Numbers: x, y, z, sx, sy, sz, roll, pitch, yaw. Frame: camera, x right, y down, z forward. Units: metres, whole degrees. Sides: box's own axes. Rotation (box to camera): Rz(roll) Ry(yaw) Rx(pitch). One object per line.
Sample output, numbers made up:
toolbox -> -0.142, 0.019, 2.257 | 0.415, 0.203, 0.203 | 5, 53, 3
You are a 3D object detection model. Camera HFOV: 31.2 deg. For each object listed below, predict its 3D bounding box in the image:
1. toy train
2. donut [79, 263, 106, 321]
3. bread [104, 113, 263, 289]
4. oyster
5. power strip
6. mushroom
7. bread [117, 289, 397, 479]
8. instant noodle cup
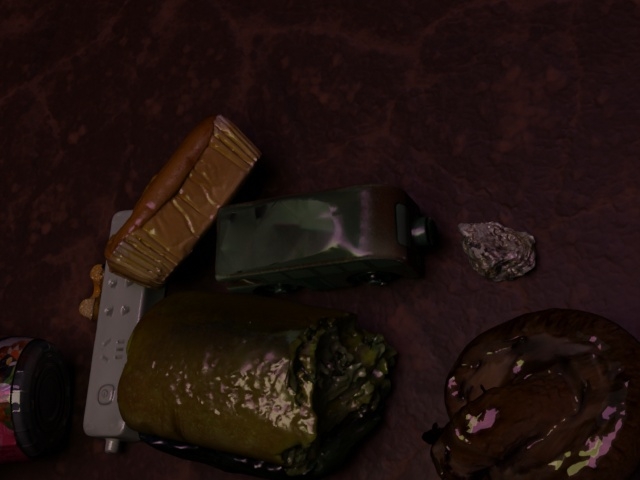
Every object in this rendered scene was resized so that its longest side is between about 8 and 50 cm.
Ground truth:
toy train -> 0.000, 0.000, 1.635 | 0.326, 0.159, 0.129 | -8, 72, 23
donut -> -0.360, 0.081, 1.840 | 0.038, 0.067, 0.083 | 2, 110, 45
bread -> -0.208, -0.055, 1.733 | 0.119, 0.152, 0.288 | 37, 74, -2
oyster -> 0.244, 0.008, 1.578 | 0.100, 0.037, 0.098 | -18, 67, 20
power strip -> -0.302, 0.140, 1.791 | 0.091, 0.062, 0.385 | -4, 71, 28
mushroom -> 0.265, 0.216, 1.408 | 0.283, 0.195, 0.263 | -20, 56, 1
bread -> -0.111, 0.195, 1.607 | 0.376, 0.208, 0.251 | 7, 72, 32
instant noodle cup -> -0.497, 0.245, 1.765 | 0.181, 0.258, 0.302 | -2, 106, 11
